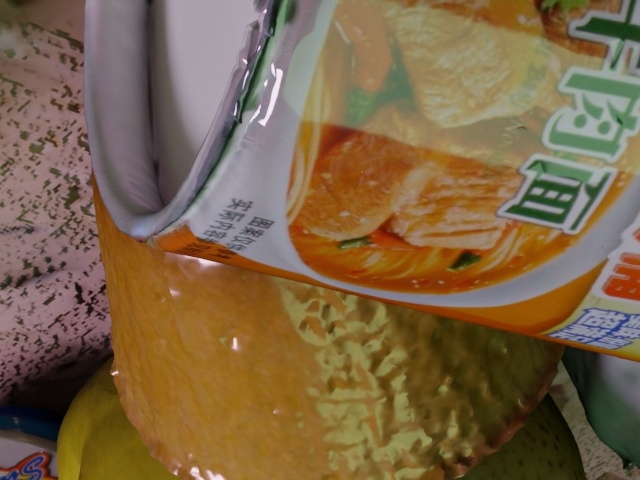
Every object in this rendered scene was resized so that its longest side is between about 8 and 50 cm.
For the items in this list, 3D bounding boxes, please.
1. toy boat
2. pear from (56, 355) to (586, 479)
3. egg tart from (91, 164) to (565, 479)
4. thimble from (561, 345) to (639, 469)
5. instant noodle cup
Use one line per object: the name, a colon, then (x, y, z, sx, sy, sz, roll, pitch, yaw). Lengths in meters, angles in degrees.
toy boat: (-0.178, 0.165, 1.062, 0.129, 0.088, 0.295, -15, 152, -3)
pear: (0.005, 0.149, 0.934, 0.294, 0.294, 0.294, -13, 151, -7)
egg tart: (0.000, 0.000, 0.766, 0.215, 0.215, 0.171, -16, 139, -1)
thimble: (0.247, 0.010, 0.938, 0.254, 0.167, 0.288, 6, 143, -33)
instant noodle cup: (0.056, -0.100, 0.551, 0.214, 0.296, 0.296, 7, 145, -20)
